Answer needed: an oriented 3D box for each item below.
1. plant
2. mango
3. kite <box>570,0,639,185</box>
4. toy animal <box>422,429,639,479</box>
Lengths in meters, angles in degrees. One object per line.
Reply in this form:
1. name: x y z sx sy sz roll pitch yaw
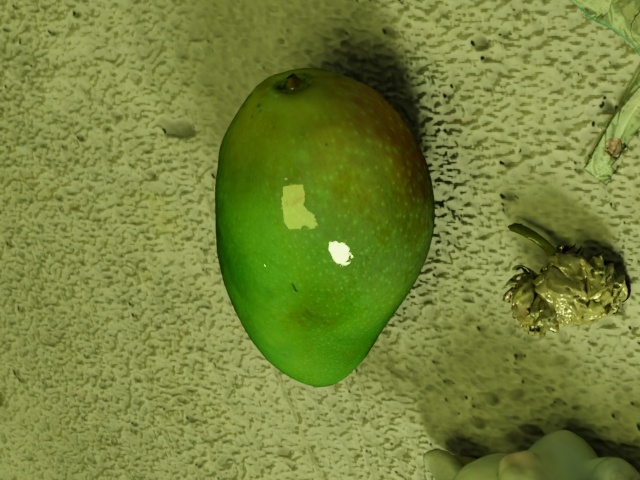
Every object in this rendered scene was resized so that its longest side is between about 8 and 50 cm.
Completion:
1. plant: 0.226 0.030 1.702 0.116 0.104 0.122 -23 72 15
2. mango: 0.000 0.000 1.781 0.225 0.201 0.382 22 135 18
3. kite: 0.301 -0.170 1.508 0.406 0.014 0.368 39 139 15
4. toy animal: 0.225 0.321 1.814 0.367 0.196 0.241 24 135 27
